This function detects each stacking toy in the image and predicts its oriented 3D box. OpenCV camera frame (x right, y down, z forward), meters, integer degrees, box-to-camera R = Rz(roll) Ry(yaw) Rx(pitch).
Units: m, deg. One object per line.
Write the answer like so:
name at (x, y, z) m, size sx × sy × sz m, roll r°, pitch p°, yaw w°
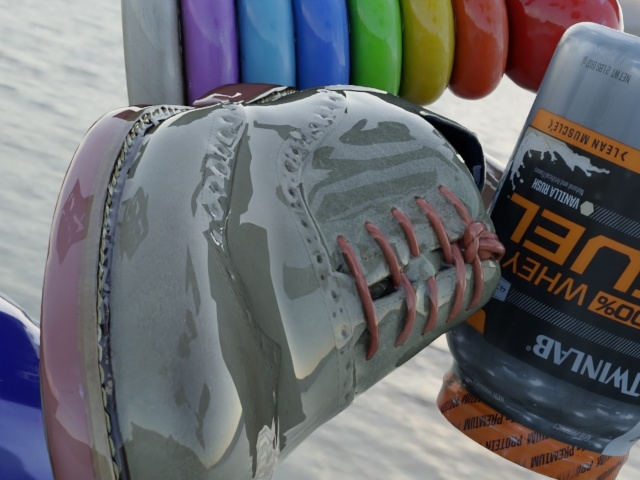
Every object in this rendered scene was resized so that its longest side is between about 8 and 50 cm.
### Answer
stacking toy at (0.039, -0.135, 0.818) m, size 0.330 × 0.141 × 0.141 m, roll -4°, pitch 14°, yaw -5°

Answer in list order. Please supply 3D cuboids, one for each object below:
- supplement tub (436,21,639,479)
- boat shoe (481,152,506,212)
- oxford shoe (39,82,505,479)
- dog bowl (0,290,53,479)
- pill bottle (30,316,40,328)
supplement tub at (0.130, 0.008, 0.567) m, size 0.117 × 0.190 × 0.117 m, roll 20°, pitch 10°, yaw -4°
boat shoe at (0.202, 0.016, 0.840) m, size 0.324 × 0.116 × 0.123 m, roll 36°, pitch 16°, yaw -15°
oxford shoe at (0.000, 0.000, 0.450) m, size 0.130 × 0.123 × 0.348 m, roll -3°, pitch 20°, yaw 11°
dog bowl at (-0.249, 0.133, 0.623) m, size 0.265 × 0.265 × 0.104 m, roll 28°, pitch 2°, yaw 40°
pill bottle at (-0.313, 0.167, 1.091) m, size 0.121 × 0.216 × 0.121 m, roll 30°, pitch -23°, yaw 15°
